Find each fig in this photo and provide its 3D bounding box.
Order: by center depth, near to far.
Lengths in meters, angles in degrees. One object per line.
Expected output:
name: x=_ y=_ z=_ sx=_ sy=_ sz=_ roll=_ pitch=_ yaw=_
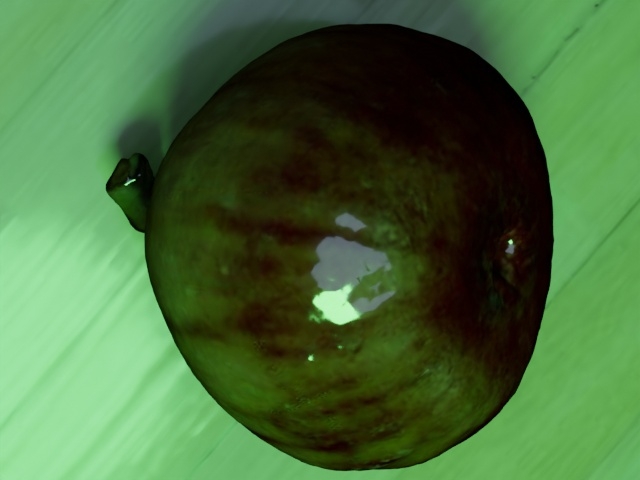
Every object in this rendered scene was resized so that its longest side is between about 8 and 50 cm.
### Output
fig: x=0.017 y=0.002 z=0.599 sx=0.235 sy=0.214 sz=0.235 roll=6 pitch=78 yaw=-31
